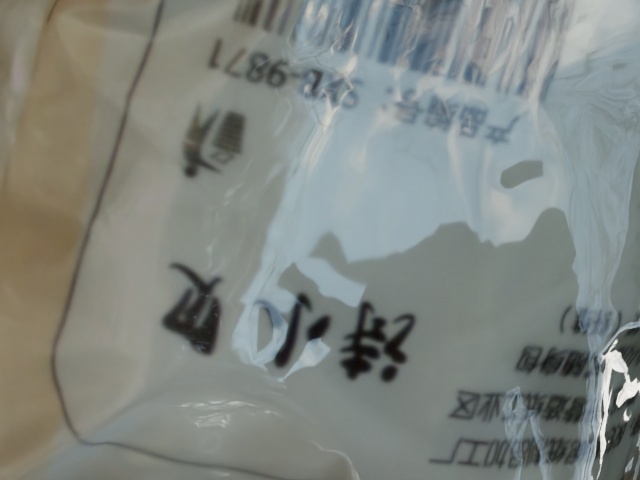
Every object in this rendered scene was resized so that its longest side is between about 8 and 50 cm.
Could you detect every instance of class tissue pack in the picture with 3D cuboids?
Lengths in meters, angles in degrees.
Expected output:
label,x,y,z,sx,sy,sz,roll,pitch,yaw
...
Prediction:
label,x,y,z,sx,sy,sz,roll,pitch,yaw
tissue pack,0.041,-0.037,0.621,0.195,0.375,0.390,37,-67,62
